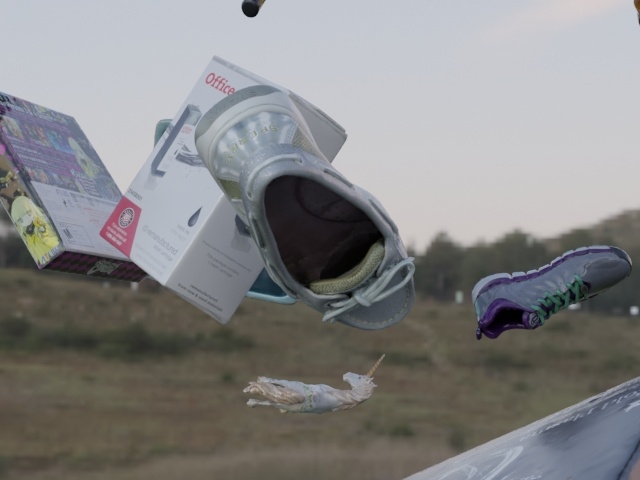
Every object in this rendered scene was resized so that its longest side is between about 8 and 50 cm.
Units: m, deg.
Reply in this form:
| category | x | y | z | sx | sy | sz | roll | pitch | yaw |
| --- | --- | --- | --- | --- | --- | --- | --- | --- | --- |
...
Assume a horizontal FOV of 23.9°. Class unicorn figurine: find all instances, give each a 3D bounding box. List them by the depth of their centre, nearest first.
| category | x | y | z | sx | sy | sz | roll | pitch | yaw |
| --- | --- | --- | --- | --- | --- | --- | --- | --- | --- |
| unicorn figurine | -0.009 | 0.176 | 1.730 | 0.111 | 0.060 | 0.162 | -2 | 8 | 31 |

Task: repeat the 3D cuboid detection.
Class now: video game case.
| category | x | y | z | sx | sy | sz | roll | pitch | yaw |
| --- | --- | --- | --- | --- | --- | --- | --- | --- | --- |
| video game case | -0.276 | -0.056 | 1.592 | 0.042 | 0.210 | 0.232 | -35 | -14 | 12 |

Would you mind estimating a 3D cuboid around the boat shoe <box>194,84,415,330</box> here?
| category | x | y | z | sx | sy | sz | roll | pitch | yaw |
| --- | --- | --- | --- | --- | --- | --- | --- | --- | --- |
| boat shoe | 0.002 | -0.002 | 1.272 | 0.118 | 0.103 | 0.320 | -31 | -40 | 2 |

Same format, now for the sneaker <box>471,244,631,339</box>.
| category | x | y | z | sx | sy | sz | roll | pitch | yaw |
| --- | --- | --- | --- | --- | --- | --- | --- | --- | --- |
| sneaker | 0.314 | 0.081 | 2.035 | 0.224 | 0.098 | 0.083 | -19 | -54 | 20 |

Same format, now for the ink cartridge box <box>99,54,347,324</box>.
| category | x | y | z | sx | sy | sz | roll | pitch | yaw |
| --- | --- | --- | --- | --- | --- | --- | --- | --- | --- |
| ink cartridge box | -0.095 | -0.053 | 1.457 | 0.092 | 0.218 | 0.158 | 36 | -2 | -38 |

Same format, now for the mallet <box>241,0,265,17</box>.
| category | x | y | z | sx | sy | sz | roll | pitch | yaw |
| --- | --- | --- | --- | --- | --- | --- | --- | --- | --- |
| mallet | -0.019 | -0.238 | 1.235 | 0.039 | 0.189 | 0.062 | 26 | -31 | 6 |

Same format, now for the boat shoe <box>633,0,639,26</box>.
| category | x | y | z | sx | sy | sz | roll | pitch | yaw |
| --- | --- | --- | --- | --- | --- | --- | --- | --- | --- |
| boat shoe | 0.344 | -0.213 | 1.221 | 0.207 | 0.073 | 0.073 | -31 | -47 | -11 |

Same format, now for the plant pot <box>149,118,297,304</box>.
| category | x | y | z | sx | sy | sz | roll | pitch | yaw |
| --- | --- | --- | --- | --- | --- | --- | --- | --- | --- |
| plant pot | -0.106 | -0.066 | 2.343 | 0.248 | 0.247 | 0.252 | 10 | 14 | 13 |

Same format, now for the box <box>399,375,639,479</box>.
| category | x | y | z | sx | sy | sz | roll | pitch | yaw |
| --- | --- | --- | --- | --- | --- | --- | --- | --- | --- |
| box | 0.187 | 0.390 | 1.502 | 0.480 | 0.297 | 0.472 | -28 | 2 | 26 |
